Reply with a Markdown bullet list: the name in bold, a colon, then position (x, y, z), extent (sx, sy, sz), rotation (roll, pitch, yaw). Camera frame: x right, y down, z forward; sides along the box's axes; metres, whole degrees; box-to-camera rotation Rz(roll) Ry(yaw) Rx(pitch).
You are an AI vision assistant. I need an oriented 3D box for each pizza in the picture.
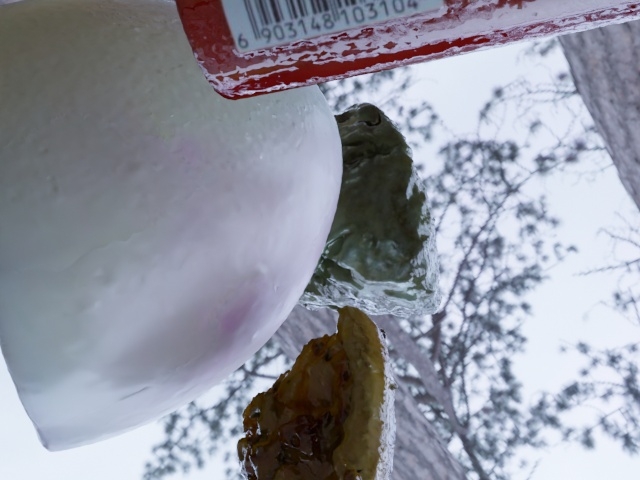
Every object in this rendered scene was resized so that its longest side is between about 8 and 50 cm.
- **pizza**: position (-0.030, 0.188, 0.547), extent (0.161, 0.085, 0.306), rotation (-2, -115, 51)

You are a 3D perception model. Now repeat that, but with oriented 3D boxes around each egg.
- **egg**: position (-0.137, -0.041, 0.681), extent (0.339, 0.355, 0.354), rotation (-21, -161, -22)

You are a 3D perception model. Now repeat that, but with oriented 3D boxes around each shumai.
- **shumai**: position (0.000, 0.000, 1.085), extent (0.288, 0.292, 0.330), rotation (-14, -139, -4)

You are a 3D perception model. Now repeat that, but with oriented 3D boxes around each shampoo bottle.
- **shampoo bottle**: position (0.086, -0.142, 0.321), extent (0.314, 0.118, 0.076), rotation (-8, -173, 20)

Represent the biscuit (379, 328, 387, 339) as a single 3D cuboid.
- **biscuit**: position (0.073, 0.210, 1.429), extent (0.130, 0.019, 0.119), rotation (-48, 180, -24)
